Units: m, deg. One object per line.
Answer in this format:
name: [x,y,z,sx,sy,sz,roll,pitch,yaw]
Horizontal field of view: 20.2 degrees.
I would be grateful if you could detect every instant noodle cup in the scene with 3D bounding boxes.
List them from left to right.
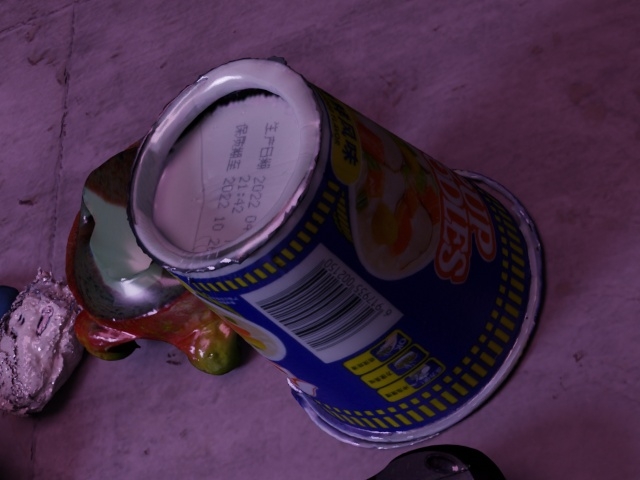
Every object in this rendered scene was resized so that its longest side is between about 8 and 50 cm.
instant noodle cup: [0.000,0.000,1.554,0.284,0.312,0.284,-17,57,28]

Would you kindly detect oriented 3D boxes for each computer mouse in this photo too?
computer mouse: [0.071,0.258,1.513,0.233,0.096,0.137,-21,51,30]

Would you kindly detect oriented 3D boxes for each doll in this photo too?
doll: [-0.360,0.080,1.944,0.083,0.050,0.076,2,72,34]

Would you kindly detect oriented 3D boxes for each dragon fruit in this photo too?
dragon fruit: [-0.146,-0.003,1.790,0.268,0.130,0.295,-33,51,10]

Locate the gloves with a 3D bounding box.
gloves: [-0.300,0.107,1.870,0.114,0.070,0.153,19,80,40]
